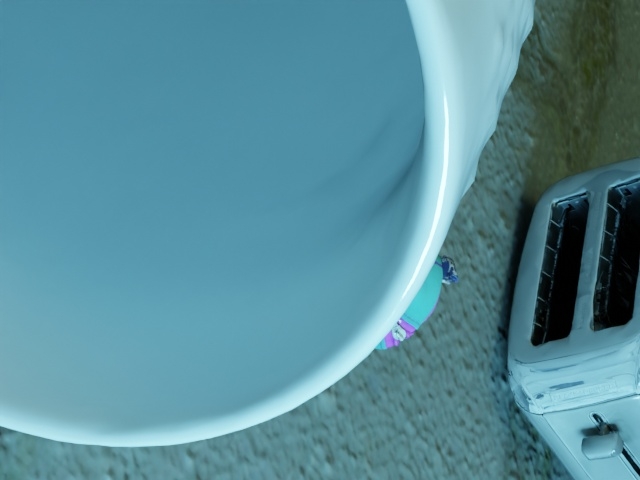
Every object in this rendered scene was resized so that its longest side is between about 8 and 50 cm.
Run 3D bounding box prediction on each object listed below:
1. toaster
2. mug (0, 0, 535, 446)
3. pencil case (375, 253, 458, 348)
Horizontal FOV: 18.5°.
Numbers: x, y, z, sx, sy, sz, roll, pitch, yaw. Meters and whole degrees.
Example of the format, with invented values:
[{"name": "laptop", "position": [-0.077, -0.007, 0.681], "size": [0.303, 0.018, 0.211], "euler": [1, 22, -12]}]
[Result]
[{"name": "toaster", "position": [0.198, 0.052, 1.179], "size": [0.146, 0.129, 0.227], "euler": [47, 44, -36]}, {"name": "mug", "position": [-0.087, -0.159, 0.714], "size": [0.374, 0.276, 0.328], "euler": [35, 36, -6]}, {"name": "pencil case", "position": [0.000, 0.000, 0.943], "size": [0.152, 0.064, 0.070], "euler": [33, 27, -47]}]
